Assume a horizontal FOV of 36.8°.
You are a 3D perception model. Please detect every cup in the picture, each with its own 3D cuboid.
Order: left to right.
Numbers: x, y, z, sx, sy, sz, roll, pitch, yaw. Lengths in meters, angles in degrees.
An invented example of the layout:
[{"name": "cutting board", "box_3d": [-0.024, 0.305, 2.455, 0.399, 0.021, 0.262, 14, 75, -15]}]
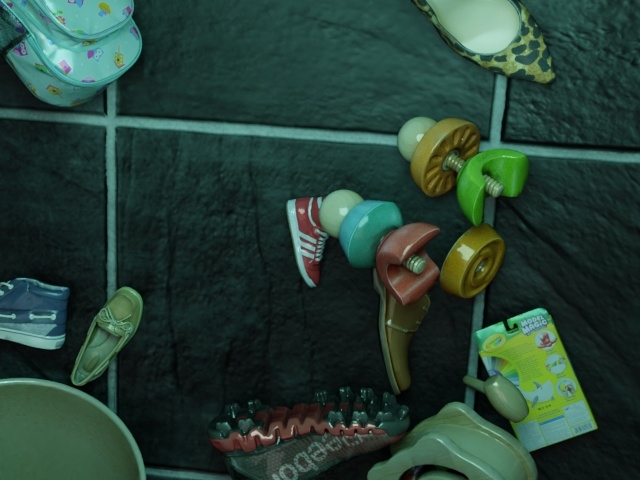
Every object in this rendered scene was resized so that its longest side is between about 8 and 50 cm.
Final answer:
[{"name": "cup", "box_3d": [-0.409, 0.388, 1.284, 0.331, 0.331, 0.237, 19, 133, 3]}]

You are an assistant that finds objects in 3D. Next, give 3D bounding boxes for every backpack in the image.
[{"name": "backpack", "box_3d": [-0.305, -0.262, 1.150, 0.144, 0.166, 0.188, -17, 110, 42]}]

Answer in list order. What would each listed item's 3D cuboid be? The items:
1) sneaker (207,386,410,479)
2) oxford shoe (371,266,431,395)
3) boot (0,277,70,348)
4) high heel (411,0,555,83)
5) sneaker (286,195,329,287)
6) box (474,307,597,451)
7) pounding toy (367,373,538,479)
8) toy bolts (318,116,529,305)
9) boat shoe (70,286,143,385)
[{"name": "sneaker", "box_3d": [-0.009, 0.277, 1.288, 0.276, 0.097, 0.135, -10, 102, 12]}, {"name": "oxford shoe", "box_3d": [0.107, 0.099, 1.241, 0.076, 0.076, 0.212, -5, 104, -1]}, {"name": "boot", "box_3d": [-0.439, 0.087, 1.320, 0.189, 0.069, 0.086, 11, 99, -3]}, {"name": "high heel", "box_3d": [0.169, -0.255, 1.080, 0.261, 0.186, 0.093, 41, 106, -4]}, {"name": "sneaker", "box_3d": [0.000, 0.000, 1.244, 0.067, 0.042, 0.119, -11, 100, 14]}, {"name": "box", "box_3d": [0.277, 0.177, 1.252, 0.105, 0.043, 0.179, -22, 103, 13]}, {"name": "pounding toy", "box_3d": [0.198, 0.278, 1.239, 0.154, 0.155, 0.269, 47, 135, 2]}, {"name": "toy bolts", "box_3d": [0.112, -0.024, 1.168, 0.158, 0.228, 0.218, 36, 144, 33]}, {"name": "boat shoe", "box_3d": [-0.293, 0.132, 1.314, 0.056, 0.048, 0.153, 36, 106, -2]}]
